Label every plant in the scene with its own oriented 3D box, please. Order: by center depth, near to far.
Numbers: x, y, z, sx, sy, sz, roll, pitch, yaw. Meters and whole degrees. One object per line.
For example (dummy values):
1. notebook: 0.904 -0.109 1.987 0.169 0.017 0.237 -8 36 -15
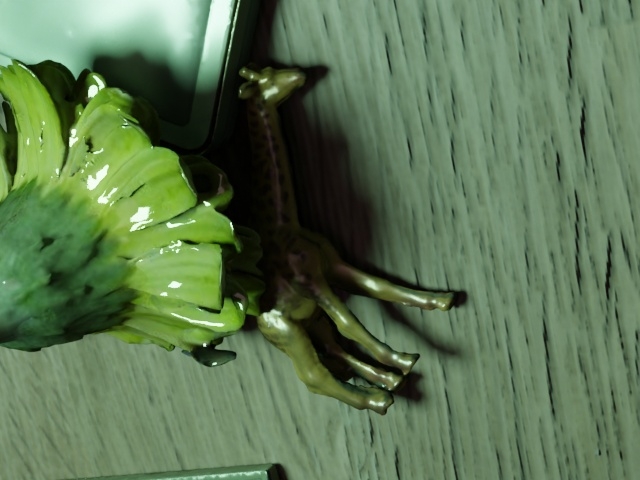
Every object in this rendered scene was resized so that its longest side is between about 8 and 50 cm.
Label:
1. plant: -0.174 0.032 1.186 0.261 0.297 0.306 21 133 -14

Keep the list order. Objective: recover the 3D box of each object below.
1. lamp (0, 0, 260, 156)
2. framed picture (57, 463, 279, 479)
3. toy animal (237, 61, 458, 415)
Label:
1. lamp: -0.164 -0.222 1.202 0.266 0.047 0.269 22 117 17
2. framed picture: -0.102 0.353 1.400 0.247 0.022 0.335 -9 104 28
3. toy animal: -0.008 0.004 1.208 0.149 0.054 0.275 -31 92 29
